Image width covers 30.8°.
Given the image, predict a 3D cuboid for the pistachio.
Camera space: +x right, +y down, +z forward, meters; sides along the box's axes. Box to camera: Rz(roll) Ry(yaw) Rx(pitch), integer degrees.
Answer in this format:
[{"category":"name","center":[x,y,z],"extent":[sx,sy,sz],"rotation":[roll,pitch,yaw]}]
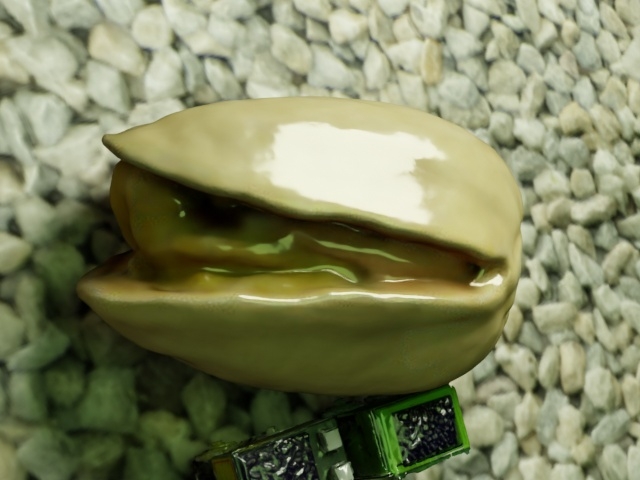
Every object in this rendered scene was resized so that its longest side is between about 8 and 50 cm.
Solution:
[{"category":"pistachio","center":[0.000,0.000,0.733],"extent":[0.299,0.187,0.187],"rotation":[9,71,-23]}]

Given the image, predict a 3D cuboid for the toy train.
[{"category":"toy train","center":[0.010,0.137,0.750],"extent":[0.202,0.081,0.060],"rotation":[-13,85,-39]}]
